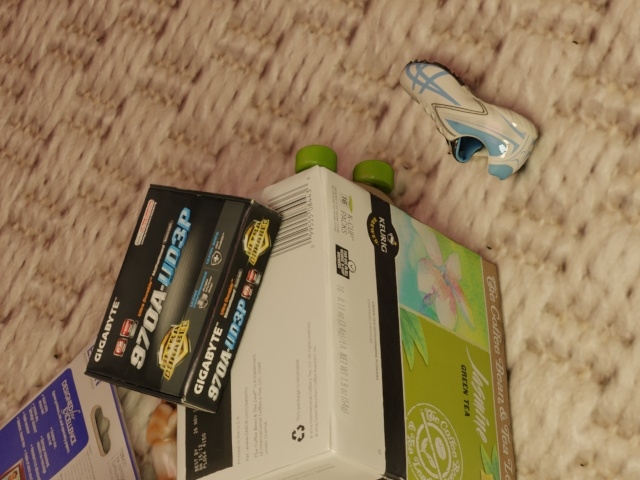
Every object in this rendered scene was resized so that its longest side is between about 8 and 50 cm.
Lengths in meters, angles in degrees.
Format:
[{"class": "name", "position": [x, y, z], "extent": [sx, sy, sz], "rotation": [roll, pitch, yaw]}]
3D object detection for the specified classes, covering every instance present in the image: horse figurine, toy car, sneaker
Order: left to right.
[{"class": "horse figurine", "position": [-0.176, 0.264, 2.194], "extent": [0.174, 0.066, 0.263], "rotation": [-34, 55, 55]}, {"class": "toy car", "position": [0.000, 0.000, 2.175], "extent": [0.188, 0.149, 0.155], "rotation": [131, 147, -54]}, {"class": "sneaker", "position": [0.162, -0.148, 2.107], "extent": [0.086, 0.085, 0.237], "rotation": [-52, 43, 1]}]

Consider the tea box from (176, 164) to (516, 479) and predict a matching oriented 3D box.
[{"class": "tea box", "position": [0.028, 0.149, 1.901], "extent": [0.220, 0.323, 0.329], "rotation": [-23, 56, 34]}]

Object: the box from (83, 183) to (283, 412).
[{"class": "box", "position": [-0.144, 0.057, 1.836], "extent": [0.175, 0.051, 0.220], "rotation": [10, 78, 47]}]

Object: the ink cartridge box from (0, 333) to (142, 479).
[{"class": "ink cartridge box", "position": [-0.342, 0.328, 2.317], "extent": [0.307, 0.072, 0.304], "rotation": [-41, 42, 17]}]
